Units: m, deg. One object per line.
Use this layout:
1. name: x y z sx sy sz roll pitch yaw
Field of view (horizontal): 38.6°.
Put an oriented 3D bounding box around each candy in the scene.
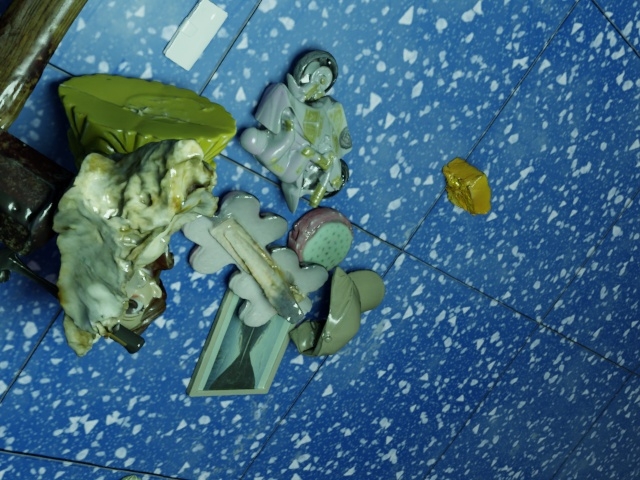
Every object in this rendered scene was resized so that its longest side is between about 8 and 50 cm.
1. candy: 0.000 0.000 1.345 0.103 0.043 0.103 -19 129 -26

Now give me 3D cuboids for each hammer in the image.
1. hammer: -0.273 -0.214 0.897 0.408 0.243 0.095 -59 -178 -9
2. hammer: -0.291 0.068 1.064 0.078 0.201 0.021 -58 179 40

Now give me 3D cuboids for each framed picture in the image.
1. framed picture: -0.108 0.150 1.388 0.150 0.015 0.203 6 116 -41

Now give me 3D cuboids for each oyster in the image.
1. oyster: -0.192 -0.006 0.892 0.166 0.110 0.341 -49 175 -29

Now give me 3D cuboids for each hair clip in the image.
1. hair clip: -0.089 0.035 1.267 0.146 0.075 0.257 -31 121 10

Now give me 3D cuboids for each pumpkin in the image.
1. pumpkin: 0.237 -0.085 1.450 0.054 0.074 0.083 -33 135 -17

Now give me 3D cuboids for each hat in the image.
1. hat: 0.049 0.111 1.407 0.175 0.085 0.147 -9 137 -47

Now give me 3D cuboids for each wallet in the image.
1. wallet: -0.147 -0.243 1.074 0.044 0.011 0.083 30 100 -46

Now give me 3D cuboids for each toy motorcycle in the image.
1. toy motorcycle: -0.034 -0.133 1.201 0.152 0.073 0.225 -24 131 -21

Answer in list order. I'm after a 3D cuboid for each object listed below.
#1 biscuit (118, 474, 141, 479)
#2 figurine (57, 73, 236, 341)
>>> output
1. biscuit: -0.316 0.478 1.436 0.147 0.046 0.249 -30 133 -20
2. figurine: -0.222 -0.014 1.066 0.188 0.168 0.315 0 122 -26
